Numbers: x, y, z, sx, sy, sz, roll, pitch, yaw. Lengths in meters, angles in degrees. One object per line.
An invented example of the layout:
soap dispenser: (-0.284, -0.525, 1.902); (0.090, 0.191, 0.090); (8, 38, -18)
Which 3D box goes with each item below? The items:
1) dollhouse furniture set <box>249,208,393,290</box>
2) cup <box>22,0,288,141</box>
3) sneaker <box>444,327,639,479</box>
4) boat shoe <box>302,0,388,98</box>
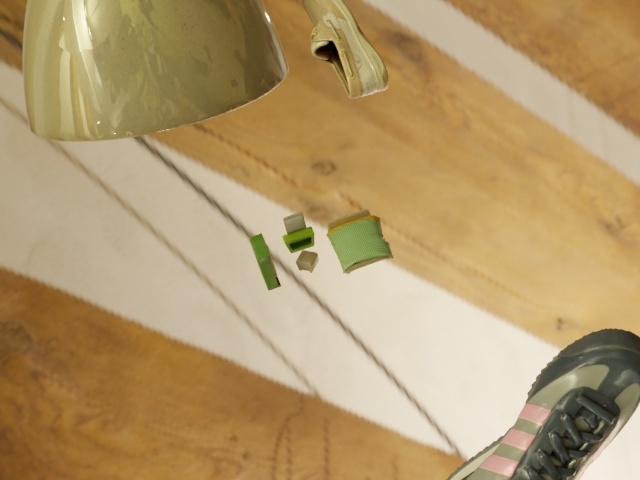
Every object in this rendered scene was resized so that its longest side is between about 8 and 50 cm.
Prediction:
dollhouse furniture set: (0.000, 0.000, 1.533); (0.058, 0.152, 0.076); (75, 175, -45)
cup: (-0.224, -0.287, 1.658); (0.331, 0.331, 0.237); (-45, -51, -53)
sneaker: (0.235, 0.233, 1.397); (0.112, 0.319, 0.131); (29, -154, -12)
boat shoe: (0.016, -0.236, 1.616); (0.059, 0.063, 0.170); (-26, -120, -14)
